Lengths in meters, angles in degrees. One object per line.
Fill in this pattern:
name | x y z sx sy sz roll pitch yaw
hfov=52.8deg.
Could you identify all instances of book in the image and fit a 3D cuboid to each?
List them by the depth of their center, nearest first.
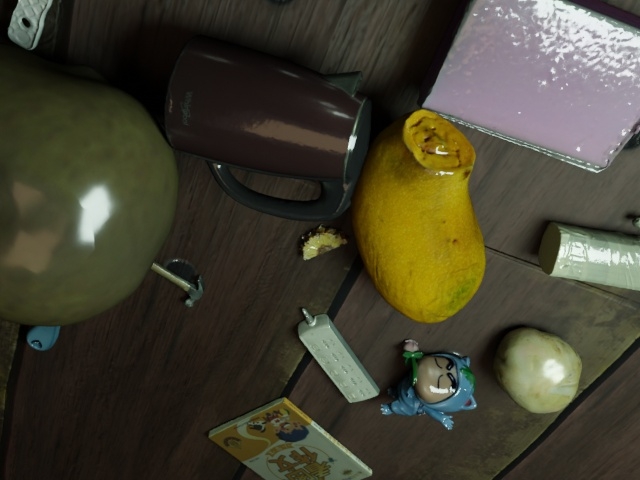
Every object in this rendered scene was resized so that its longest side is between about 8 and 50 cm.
book | -0.060 0.444 1.345 0.207 0.020 0.295 -31 119 24

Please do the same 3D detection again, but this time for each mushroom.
mushroom | 0.357 0.214 1.069 0.147 0.112 0.148 5 107 16

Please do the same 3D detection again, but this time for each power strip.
power strip | 0.031 0.210 1.149 0.060 0.027 0.253 -21 123 20

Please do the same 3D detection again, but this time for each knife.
knife | -0.459 0.103 1.115 0.058 0.032 0.244 29 120 -6

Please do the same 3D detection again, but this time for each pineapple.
pineapple | 0.000 0.000 0.998 0.083 0.019 0.045 -23 128 20

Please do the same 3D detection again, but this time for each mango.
mango | 0.130 -0.020 0.875 0.186 0.144 0.360 18 141 34

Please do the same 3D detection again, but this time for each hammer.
hammer | -0.268 0.043 1.056 0.182 0.017 0.062 36 122 -20

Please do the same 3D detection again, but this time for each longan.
longan | -0.358 -0.071 0.790 0.360 0.361 0.361 3 128 3

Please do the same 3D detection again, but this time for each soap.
soap | 0.268 -0.204 0.776 0.259 0.081 0.181 17 127 -7

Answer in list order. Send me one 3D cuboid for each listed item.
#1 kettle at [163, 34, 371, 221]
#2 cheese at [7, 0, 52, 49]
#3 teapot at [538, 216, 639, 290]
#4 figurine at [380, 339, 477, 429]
kettle | -0.059 -0.127 0.787 0.232 0.144 0.202 17 110 8
cheese | -0.316 -0.330 0.751 0.127 0.054 0.251 29 125 -13
teapot | 0.432 0.012 0.936 0.200 0.077 0.107 10 108 -2
figurine | 0.176 0.253 1.127 0.178 0.114 0.144 -29 118 34
